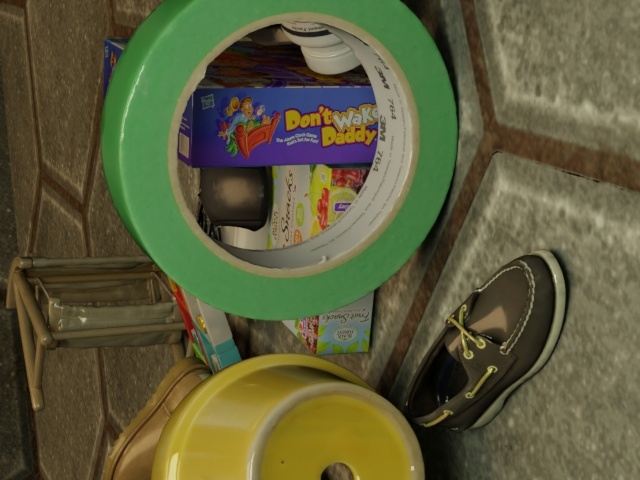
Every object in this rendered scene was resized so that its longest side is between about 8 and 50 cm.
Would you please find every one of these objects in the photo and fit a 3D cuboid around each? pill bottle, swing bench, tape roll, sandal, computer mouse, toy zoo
[{"bbox_3d":[-0.002,-0.247,1.246,0.094,0.094,0.169,-118,6,-46],"label":"pill bottle"},{"bbox_3d":[-0.335,0.112,1.994,0.254,0.253,0.165,-117,33,-44],"label":"swing bench"},{"bbox_3d":[-0.034,-0.090,1.167,0.077,0.321,0.321,-147,57,-62],"label":"tape roll"},{"bbox_3d":[-0.040,-0.251,1.453,0.254,0.097,0.054,-149,59,-63],"label":"sandal"},{"bbox_3d":[-0.127,-0.029,1.581,0.262,0.060,0.184,-148,58,-67],"label":"computer mouse"},{"bbox_3d":[-0.156,0.105,1.718,0.192,0.030,0.293,43,153,59],"label":"toy zoo"}]

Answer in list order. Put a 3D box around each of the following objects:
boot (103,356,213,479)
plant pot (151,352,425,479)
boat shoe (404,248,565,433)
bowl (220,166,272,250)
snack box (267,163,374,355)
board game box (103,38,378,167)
[{"bbox_3d":[-0.142,0.306,1.607,0.269,0.089,0.236,42,110,37],"label":"boot"},{"bbox_3d":[-0.017,0.226,1.221,0.239,0.254,0.254,148,117,-71],"label":"plant pot"},{"bbox_3d":[0.137,0.093,1.104,0.227,0.069,0.081,113,146,-46],"label":"boat shoe"},{"bbox_3d":[-0.102,-0.033,1.683,0.142,0.053,0.142,-141,51,-59],"label":"bowl"},{"bbox_3d":[0.000,0.000,1.420,0.174,0.070,0.207,-140,53,-62],"label":"snack box"},{"bbox_3d":[-0.078,-0.154,1.379,0.347,0.233,0.078,-146,56,-62],"label":"board game box"}]
